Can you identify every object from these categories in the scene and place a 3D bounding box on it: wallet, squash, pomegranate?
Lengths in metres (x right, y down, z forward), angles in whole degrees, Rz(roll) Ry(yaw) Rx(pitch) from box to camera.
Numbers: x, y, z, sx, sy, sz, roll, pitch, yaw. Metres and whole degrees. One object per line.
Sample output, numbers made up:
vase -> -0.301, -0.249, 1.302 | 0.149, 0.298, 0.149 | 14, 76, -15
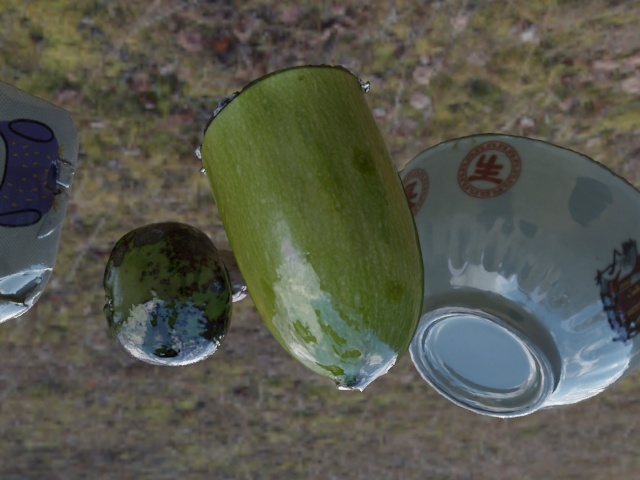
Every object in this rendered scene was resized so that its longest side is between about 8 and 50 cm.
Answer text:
wallet -> -0.389, -0.027, 1.211 | 0.068, 0.335, 0.275 | 17, -172, 27
squash -> 0.000, 0.000, 0.647 | 0.123, 0.186, 0.123 | -15, 156, -7
pomegranate -> -0.132, 0.046, 0.999 | 0.126, 0.138, 0.163 | -2, -167, 23

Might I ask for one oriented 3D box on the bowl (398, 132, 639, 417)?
bowl -> 0.183, 0.073, 1.084 | 0.337, 0.157, 0.337 | 18, 136, 19
